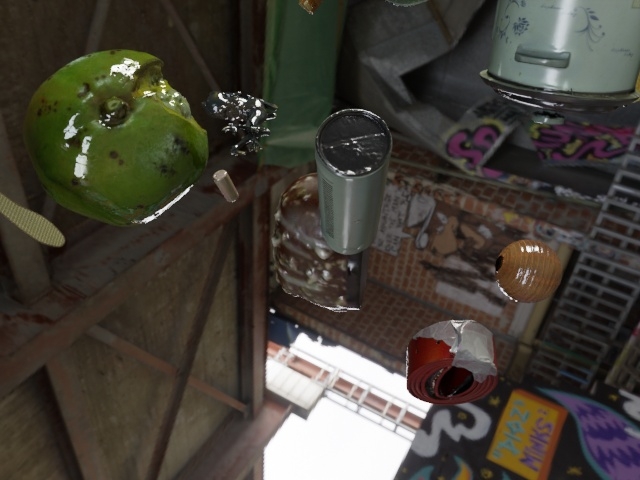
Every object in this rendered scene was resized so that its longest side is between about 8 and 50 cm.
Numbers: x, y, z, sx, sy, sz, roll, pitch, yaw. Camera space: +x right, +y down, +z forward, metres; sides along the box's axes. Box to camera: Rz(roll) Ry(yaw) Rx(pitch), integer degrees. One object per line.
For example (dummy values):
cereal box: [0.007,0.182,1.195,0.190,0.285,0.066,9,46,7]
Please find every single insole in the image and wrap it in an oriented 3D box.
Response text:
insole: [-0.717,-0.062,1.404,0.253,0.005,0.086,42,-154,-32]

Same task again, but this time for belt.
belt: [0.343,0.318,1.529,0.323,0.227,0.115,105,172,-54]

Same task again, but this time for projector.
projector: [0.048,-0.076,0.937,0.108,0.108,0.337,-61,-11,-16]

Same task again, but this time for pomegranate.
pomegranate: [-0.276,-0.135,0.832,0.302,0.236,0.235,-176,110,-81]

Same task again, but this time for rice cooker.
rice cooker: [0.416,-0.342,0.991,0.317,0.264,0.316,-34,-46,-44]

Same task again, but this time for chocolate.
chocolate: [0.000,0.000,1.262,0.225,0.210,0.340,-71,-14,-46]

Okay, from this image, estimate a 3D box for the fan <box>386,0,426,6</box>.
fan: [0.142,-0.388,0.707,0.294,0.012,0.223,6,-77,-30]

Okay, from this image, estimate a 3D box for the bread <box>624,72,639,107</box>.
bread: [0.776,-0.418,1.423,0.252,0.133,0.174,-19,-83,-55]

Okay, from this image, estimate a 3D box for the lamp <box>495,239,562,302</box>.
lamp: [0.427,0.063,1.219,0.136,0.136,0.136,-50,-28,-38]

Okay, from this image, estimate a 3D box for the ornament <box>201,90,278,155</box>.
ornament: [-0.220,-0.298,1.494,0.236,0.202,0.080,-84,4,-51]

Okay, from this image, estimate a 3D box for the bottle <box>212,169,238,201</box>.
bottle: [-0.276,-0.158,1.726,0.045,0.045,0.096,-55,-40,-29]

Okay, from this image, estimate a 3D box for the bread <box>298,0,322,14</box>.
bread: [-0.012,-0.595,1.434,0.047,0.036,0.083,36,-88,-25]
